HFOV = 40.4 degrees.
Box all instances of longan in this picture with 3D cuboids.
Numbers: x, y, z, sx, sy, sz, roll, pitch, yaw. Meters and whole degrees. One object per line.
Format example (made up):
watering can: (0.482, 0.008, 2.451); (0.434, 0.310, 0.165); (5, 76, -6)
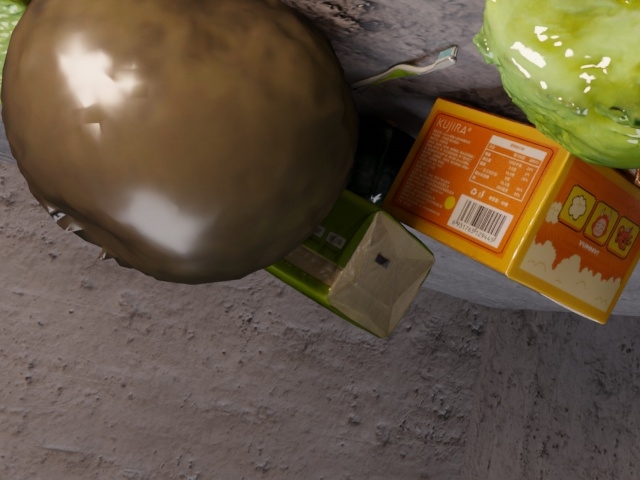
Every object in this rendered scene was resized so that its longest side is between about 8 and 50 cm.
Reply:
longan: (-0.177, -0.136, 1.095); (0.435, 0.404, 0.404); (12, 172, -21)

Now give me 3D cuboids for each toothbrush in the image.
toothbrush: (0.110, -0.233, 1.233); (0.022, 0.026, 0.263); (23, 167, -26)

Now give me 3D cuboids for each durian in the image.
durian: (0.293, -0.179, 0.859); (0.255, 0.204, 0.339); (31, -174, 20)

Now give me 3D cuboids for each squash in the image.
squash: (0.083, -0.124, 1.483); (0.218, 0.172, 0.218); (37, -176, -3)

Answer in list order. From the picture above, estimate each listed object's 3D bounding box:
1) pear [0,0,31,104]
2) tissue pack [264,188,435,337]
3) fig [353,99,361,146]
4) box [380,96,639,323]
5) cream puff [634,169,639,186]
pear: (-0.494, -0.317, 1.213); (0.239, 0.139, 0.288); (-8, 159, 23)
tissue pack: (0.000, 0.000, 1.321); (0.274, 0.167, 0.200); (28, 176, 38)
fig: (-0.035, -0.178, 1.389); (0.149, 0.149, 0.245); (17, 168, -27)
box: (0.294, -0.051, 1.281); (0.259, 0.214, 0.283); (22, -173, -39)
cream puff: (0.538, -0.093, 1.129); (0.241, 0.155, 0.269); (21, -172, -44)
